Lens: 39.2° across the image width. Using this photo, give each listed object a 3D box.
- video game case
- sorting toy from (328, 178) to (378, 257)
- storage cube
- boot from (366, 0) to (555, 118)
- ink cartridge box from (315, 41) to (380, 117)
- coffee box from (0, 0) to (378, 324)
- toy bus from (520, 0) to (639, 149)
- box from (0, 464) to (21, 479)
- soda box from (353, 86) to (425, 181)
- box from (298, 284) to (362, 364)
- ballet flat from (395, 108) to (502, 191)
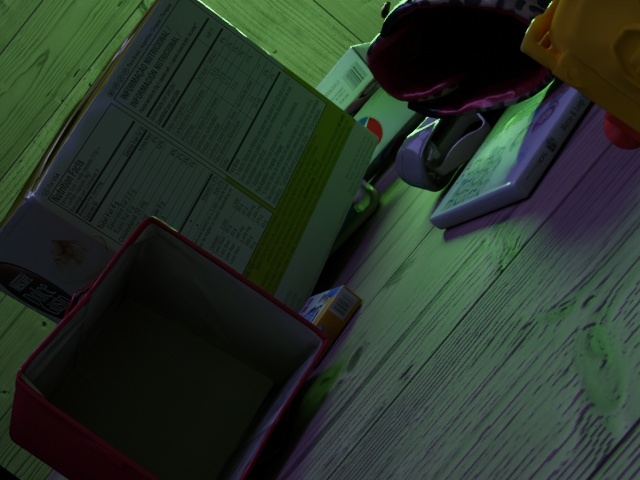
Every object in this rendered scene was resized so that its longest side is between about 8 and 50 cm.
[{"bbox_3d":[0.161,-0.079,0.733,0.143,0.019,0.157,-53,8,-16],"label":"video game case"},{"bbox_3d":[0.000,0.000,1.252,0.208,0.038,0.193,-51,7,5],"label":"sorting toy"},{"bbox_3d":[-0.138,0.134,0.790,0.184,0.215,0.193,-56,2,-32],"label":"storage cube"},{"bbox_3d":[0.128,-0.248,0.862,0.377,0.138,0.284,6,48,40],"label":"boot"},{"bbox_3d":[0.118,-0.259,1.453,0.371,0.069,0.176,-29,-12,-49],"label":"ink cartridge box"},{"bbox_3d":[-0.191,-0.046,1.155,0.337,0.334,0.338,-27,33,56],"label":"coffee box"},{"bbox_3d":[0.199,-0.140,0.422,0.220,0.149,0.211,-51,-9,-20],"label":"toy bus"},{"bbox_3d":[-0.362,0.322,0.984,0.184,0.261,0.103,-40,13,53],"label":"box"},{"bbox_3d":[0.062,-0.136,1.354,0.216,0.069,0.074,-49,-13,18],"label":"soda box"},{"bbox_3d":[-0.010,0.090,0.911,0.081,0.028,0.136,-53,9,-18],"label":"box"},{"bbox_3d":[0.161,-0.135,0.902,0.213,0.072,0.068,-52,35,-2],"label":"ballet flat"}]
